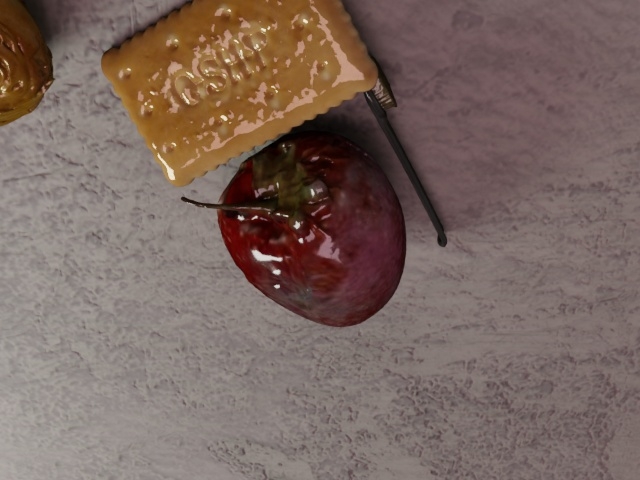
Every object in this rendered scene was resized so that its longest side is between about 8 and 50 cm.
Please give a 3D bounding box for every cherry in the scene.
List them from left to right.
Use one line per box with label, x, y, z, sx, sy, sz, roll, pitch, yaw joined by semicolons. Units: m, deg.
cherry;0.000;0.000;1.136;0.192;0.175;0.250;-11;131;21

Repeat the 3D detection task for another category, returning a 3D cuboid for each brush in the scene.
brush;0.094;-0.086;1.148;0.027;0.062;0.266;-22;132;10

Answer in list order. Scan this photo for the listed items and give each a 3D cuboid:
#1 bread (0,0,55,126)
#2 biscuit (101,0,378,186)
bread;-0.375;-0.174;1.023;0.236;0.120;0.198;-26;127;19
biscuit;-0.082;-0.165;1.056;0.249;0.030;0.160;-24;104;20
